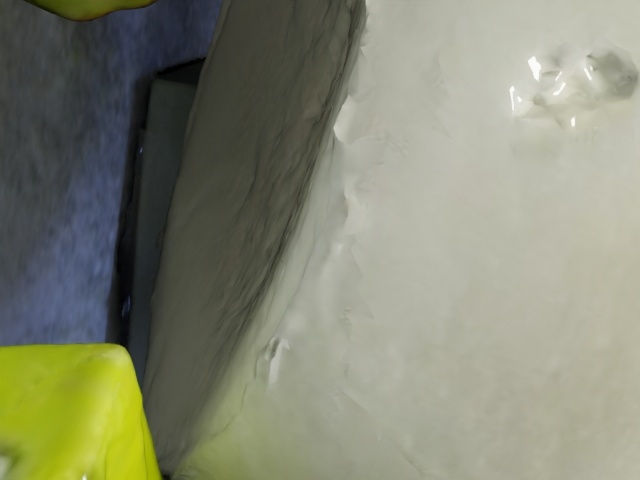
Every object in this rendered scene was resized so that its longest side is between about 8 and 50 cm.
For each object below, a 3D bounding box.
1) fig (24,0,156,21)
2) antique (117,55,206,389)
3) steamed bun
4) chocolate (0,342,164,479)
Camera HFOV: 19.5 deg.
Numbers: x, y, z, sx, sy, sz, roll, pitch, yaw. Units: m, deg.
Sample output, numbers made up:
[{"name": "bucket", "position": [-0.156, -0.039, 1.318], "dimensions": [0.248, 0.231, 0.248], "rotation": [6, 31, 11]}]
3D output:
[{"name": "fig", "position": [-0.046, -0.155, 0.426], "dimensions": [0.203, 0.203, 0.225], "rotation": [-62, 152, -49]}, {"name": "antique", "position": [0.000, 0.000, 0.851], "dimensions": [0.147, 0.148, 0.152], "rotation": [-40, 137, -71]}, {"name": "steamed bun", "position": [0.075, -0.030, 0.592], "dimensions": [0.324, 0.206, 0.324], "rotation": [-164, -90, -77]}, {"name": "chocolate", "position": [-0.135, 0.212, 0.516], "dimensions": [0.288, 0.137, 0.301], "rotation": [84, 21, -52]}]
